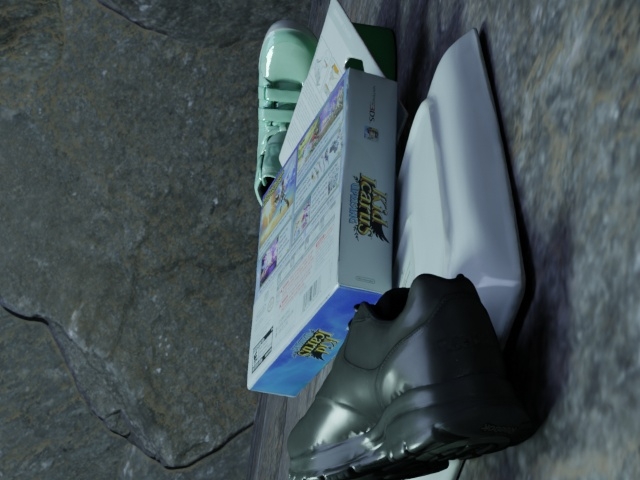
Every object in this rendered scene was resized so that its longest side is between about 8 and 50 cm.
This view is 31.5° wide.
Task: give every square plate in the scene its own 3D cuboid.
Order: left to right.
[{"bbox_3d":[0.092,0.044,0.989,0.344,0.049,0.347,-91,10,-49],"label":"square plate"}]

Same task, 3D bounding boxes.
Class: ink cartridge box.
[{"bbox_3d":[0.040,-0.112,1.295,0.275,0.060,0.239,-114,37,-48],"label":"ink cartridge box"}]

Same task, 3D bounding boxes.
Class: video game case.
[{"bbox_3d":[0.000,0.000,1.166,0.269,0.061,0.244,128,149,-55],"label":"video game case"}]

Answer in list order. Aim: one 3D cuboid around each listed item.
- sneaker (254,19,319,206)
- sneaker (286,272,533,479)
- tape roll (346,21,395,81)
[{"bbox_3d":[-0.040,-0.152,1.503,0.151,0.094,0.256,-82,-7,-57],"label":"sneaker"},{"bbox_3d":[0.053,0.107,0.822,0.286,0.109,0.130,-38,56,57],"label":"sneaker"},{"bbox_3d":[0.037,-0.143,1.591,0.321,0.077,0.321,-173,90,-83],"label":"tape roll"}]
